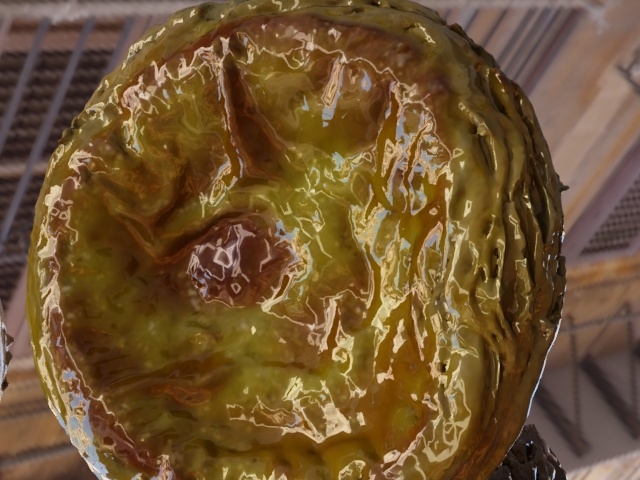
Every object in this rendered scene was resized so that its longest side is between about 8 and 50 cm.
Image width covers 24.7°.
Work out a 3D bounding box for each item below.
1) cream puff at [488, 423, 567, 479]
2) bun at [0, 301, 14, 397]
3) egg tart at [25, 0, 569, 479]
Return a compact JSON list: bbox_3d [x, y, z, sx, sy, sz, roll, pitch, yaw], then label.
[{"bbox_3d":[0.053,0.218,1.000,0.327,0.231,0.343,-41,-61,-51],"label":"cream puff"},{"bbox_3d":[-0.378,0.083,1.059,0.298,0.299,0.164,-7,-169,-37],"label":"bun"},{"bbox_3d":[-0.011,0.018,0.731,0.295,0.295,0.116,43,-167,15],"label":"egg tart"}]
